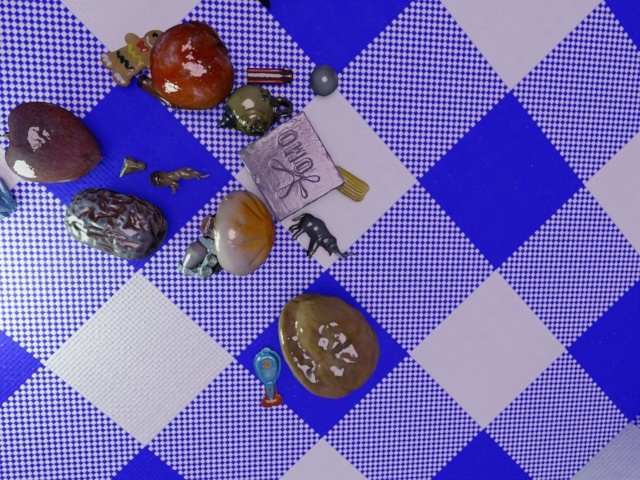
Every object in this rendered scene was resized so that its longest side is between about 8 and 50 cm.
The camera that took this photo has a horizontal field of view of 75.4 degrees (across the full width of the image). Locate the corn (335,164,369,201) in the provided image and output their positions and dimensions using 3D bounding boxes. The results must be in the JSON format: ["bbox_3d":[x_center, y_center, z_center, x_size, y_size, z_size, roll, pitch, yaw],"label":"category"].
[{"bbox_3d":[0.101,-0.214,1.552,0.165,0.063,0.085,35,104,-7],"label":"corn"}]

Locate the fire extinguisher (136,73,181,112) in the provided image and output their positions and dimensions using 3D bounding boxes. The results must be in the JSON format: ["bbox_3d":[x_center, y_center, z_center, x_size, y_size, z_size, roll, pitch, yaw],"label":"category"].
[{"bbox_3d":[-0.547,-0.510,1.443,0.177,0.050,0.062,33,83,-11],"label":"fire extinguisher"}]

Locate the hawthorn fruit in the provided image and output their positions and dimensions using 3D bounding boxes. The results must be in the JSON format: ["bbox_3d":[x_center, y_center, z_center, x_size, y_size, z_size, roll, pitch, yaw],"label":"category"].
[{"bbox_3d":[-0.409,-0.563,1.349,0.284,0.284,0.285,-1,98,-7],"label":"hawthorn fruit"}]

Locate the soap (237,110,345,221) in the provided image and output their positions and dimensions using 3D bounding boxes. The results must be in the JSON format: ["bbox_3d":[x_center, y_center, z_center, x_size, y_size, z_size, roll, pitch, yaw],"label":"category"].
[{"bbox_3d":[-0.102,-0.257,1.476,0.285,0.107,0.296,-32,93,7],"label":"soap"}]

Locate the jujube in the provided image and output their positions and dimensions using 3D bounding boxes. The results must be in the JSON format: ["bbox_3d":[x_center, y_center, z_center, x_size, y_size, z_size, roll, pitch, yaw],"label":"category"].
[{"bbox_3d":[-0.695,-0.060,1.413,0.316,0.226,0.226,21,95,-4],"label":"jujube"}]

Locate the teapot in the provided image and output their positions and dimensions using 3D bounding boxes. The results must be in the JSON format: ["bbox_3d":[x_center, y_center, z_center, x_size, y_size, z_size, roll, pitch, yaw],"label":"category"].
[{"bbox_3d":[-0.219,-0.429,1.413,0.269,0.173,0.183,-11,57,-12],"label":"teapot"}]

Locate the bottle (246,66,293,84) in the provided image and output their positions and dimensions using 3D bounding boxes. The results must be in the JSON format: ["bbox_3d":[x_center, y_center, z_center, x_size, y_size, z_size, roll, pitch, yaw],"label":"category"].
[{"bbox_3d":[-0.178,-0.586,1.471,0.164,0.060,0.060,-2,98,-7],"label":"bottle"}]

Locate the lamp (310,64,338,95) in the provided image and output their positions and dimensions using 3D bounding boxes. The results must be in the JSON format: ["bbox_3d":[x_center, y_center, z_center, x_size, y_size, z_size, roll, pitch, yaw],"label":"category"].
[{"bbox_3d":[0.013,-0.568,1.473,0.105,0.105,0.105,-1,98,-7],"label":"lamp"}]

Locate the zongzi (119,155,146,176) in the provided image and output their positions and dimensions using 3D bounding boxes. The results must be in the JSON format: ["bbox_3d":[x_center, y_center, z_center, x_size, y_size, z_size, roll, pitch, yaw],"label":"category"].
[{"bbox_3d":[-0.667,-0.248,1.474,0.076,0.040,0.083,21,107,-16],"label":"zongzi"}]

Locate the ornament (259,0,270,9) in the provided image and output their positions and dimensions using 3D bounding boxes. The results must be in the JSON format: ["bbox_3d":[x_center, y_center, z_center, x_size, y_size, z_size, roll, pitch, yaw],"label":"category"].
[{"bbox_3d":[-0.144,-0.906,1.429,0.081,0.088,0.203,39,79,13],"label":"ornament"}]

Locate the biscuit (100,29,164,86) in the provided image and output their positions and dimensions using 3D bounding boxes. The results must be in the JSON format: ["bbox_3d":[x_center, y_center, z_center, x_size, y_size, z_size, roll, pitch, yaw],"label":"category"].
[{"bbox_3d":[-0.620,-0.634,1.401,0.240,0.035,0.158,-41,86,-9],"label":"biscuit"}]

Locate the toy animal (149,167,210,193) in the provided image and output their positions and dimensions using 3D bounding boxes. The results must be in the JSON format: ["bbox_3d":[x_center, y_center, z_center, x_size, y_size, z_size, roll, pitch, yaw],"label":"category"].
[{"bbox_3d":[-0.505,-0.216,1.480,0.219,0.069,0.086,-7,89,-8],"label":"toy animal"}]

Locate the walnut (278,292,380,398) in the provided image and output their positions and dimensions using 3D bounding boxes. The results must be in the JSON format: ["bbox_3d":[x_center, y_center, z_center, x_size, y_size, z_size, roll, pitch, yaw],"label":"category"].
[{"bbox_3d":[0.032,0.374,1.493,0.383,0.383,0.384,-1,98,-7],"label":"walnut"}]

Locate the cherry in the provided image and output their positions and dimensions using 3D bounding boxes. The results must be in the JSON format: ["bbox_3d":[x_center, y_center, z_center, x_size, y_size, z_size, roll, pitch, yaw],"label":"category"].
[{"bbox_3d":[-0.875,-0.312,1.351,0.307,0.221,0.261,11,105,-21],"label":"cherry"}]

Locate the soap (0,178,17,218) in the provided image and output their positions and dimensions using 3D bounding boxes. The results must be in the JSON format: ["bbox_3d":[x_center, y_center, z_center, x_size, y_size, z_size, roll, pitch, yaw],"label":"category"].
[{"bbox_3d":[-1.205,-0.106,1.408,0.293,0.077,0.156,-27,99,-3],"label":"soap"}]

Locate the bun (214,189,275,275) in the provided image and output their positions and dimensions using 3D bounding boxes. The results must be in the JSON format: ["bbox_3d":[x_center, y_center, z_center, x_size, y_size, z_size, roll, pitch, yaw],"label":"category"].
[{"bbox_3d":[-0.240,-0.028,1.412,0.164,0.299,0.299,-3,99,7],"label":"bun"}]

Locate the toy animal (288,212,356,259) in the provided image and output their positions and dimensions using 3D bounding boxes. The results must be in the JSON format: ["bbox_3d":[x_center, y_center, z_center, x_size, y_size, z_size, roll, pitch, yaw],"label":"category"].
[{"bbox_3d":[-0.005,0.009,1.561,0.269,0.082,0.137,44,92,-10],"label":"toy animal"}]

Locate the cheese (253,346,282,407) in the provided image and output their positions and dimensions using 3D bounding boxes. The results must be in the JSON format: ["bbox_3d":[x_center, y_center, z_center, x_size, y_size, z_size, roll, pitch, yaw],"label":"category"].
[{"bbox_3d":[-0.204,0.544,1.638,0.106,0.037,0.256,-5,100,-5],"label":"cheese"}]

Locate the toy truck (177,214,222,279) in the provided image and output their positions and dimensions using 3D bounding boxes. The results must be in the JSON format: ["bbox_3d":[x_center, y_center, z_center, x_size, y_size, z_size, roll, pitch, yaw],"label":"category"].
[{"bbox_3d":[-0.414,0.027,1.508,0.140,0.108,0.257,25,97,4],"label":"toy truck"}]
